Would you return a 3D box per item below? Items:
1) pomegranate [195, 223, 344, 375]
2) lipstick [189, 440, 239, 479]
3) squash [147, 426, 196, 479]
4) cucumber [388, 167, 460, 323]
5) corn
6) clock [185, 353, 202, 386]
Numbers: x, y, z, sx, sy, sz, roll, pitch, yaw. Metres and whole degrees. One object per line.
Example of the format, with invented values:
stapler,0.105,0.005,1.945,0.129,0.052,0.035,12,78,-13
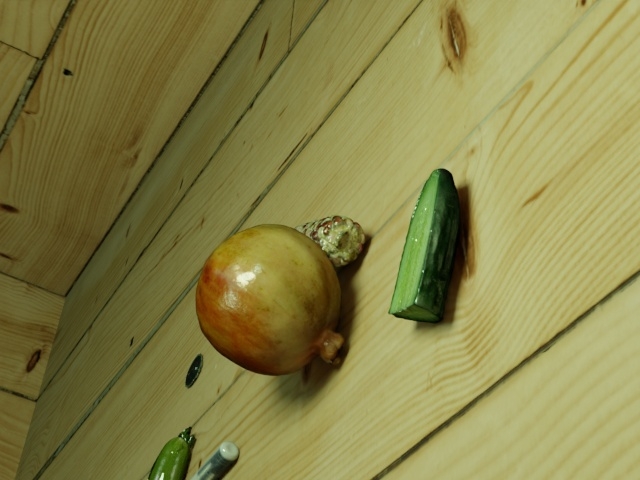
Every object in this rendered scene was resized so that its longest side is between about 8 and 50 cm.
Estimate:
pomegranate,-0.069,0.111,1.759,0.229,0.270,0.252,-36,-32,-32
lipstick,-0.200,0.428,1.999,0.141,0.040,0.040,-50,26,35
squash,-0.320,0.522,2.145,0.080,0.071,0.318,-40,33,49
cucumber,0.163,0.006,1.527,0.115,0.063,0.244,136,152,-63
corn,0.000,0.000,1.906,0.092,0.092,0.280,-68,17,-6
clock,-0.287,0.295,2.407,0.083,0.010,0.074,-54,24,29
